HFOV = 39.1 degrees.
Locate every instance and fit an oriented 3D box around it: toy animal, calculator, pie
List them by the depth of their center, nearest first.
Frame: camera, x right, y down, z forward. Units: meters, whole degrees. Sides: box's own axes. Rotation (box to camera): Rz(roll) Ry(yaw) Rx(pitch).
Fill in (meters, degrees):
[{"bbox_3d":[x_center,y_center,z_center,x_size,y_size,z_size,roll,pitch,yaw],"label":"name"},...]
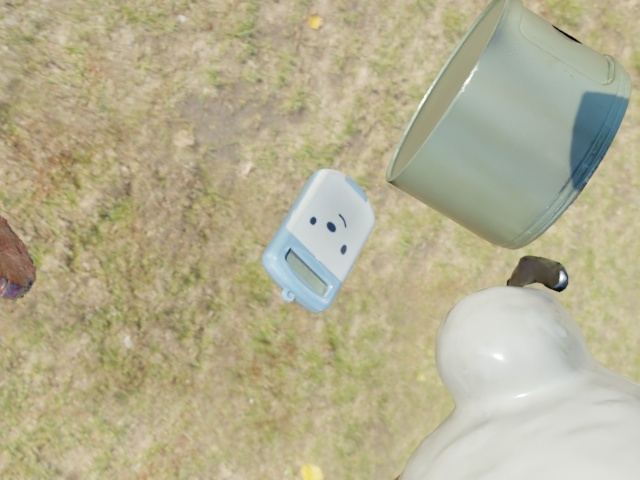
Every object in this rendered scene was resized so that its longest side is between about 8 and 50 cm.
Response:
[{"bbox_3d":[0.049,0.202,0.335,0.357,0.258,0.194,-37,168,-30],"label":"toy animal"},{"bbox_3d":[-0.421,0.011,1.141,0.036,0.154,0.154,-38,133,8],"label":"pie"},{"bbox_3d":[0.000,0.000,1.211,0.121,0.039,0.210,45,56,-21],"label":"calculator"}]

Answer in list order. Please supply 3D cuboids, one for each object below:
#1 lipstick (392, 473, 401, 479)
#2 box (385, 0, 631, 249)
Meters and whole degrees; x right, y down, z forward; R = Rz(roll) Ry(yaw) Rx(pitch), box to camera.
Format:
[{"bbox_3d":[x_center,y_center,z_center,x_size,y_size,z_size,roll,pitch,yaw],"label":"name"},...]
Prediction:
[{"bbox_3d":[0.116,0.193,0.739,0.280,0.073,0.073,-22,123,-51],"label":"lipstick"},{"bbox_3d":[0.189,-0.120,0.931,0.149,0.226,0.226,30,87,-6],"label":"box"}]
